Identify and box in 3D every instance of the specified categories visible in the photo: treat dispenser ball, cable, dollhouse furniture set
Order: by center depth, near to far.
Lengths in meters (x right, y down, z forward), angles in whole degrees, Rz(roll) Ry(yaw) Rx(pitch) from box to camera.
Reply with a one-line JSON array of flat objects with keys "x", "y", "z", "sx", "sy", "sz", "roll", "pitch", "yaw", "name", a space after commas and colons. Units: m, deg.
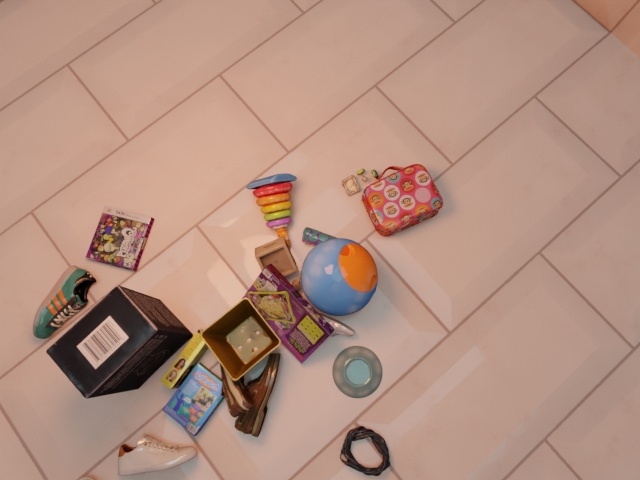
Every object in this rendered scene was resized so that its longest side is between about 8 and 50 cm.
[{"x": 0.171, "y": 0.771, "z": 1.654, "sx": 0.184, "sy": 0.047, "sz": 0.151, "roll": 22, "pitch": 73, "yaw": 8, "name": "cable"}, {"x": 0.069, "y": 0.135, "z": 1.679, "sx": 0.287, "sy": 0.288, "sz": 0.289, "roll": 0, "pitch": 76, "yaw": 1, "name": "treat dispenser ball"}, {"x": 0.169, "y": -0.251, "z": 1.907, "sx": 0.151, "sy": 0.058, "sz": 0.076, "roll": -28, "pitch": 85, "yaw": 14, "name": "dollhouse furniture set"}]

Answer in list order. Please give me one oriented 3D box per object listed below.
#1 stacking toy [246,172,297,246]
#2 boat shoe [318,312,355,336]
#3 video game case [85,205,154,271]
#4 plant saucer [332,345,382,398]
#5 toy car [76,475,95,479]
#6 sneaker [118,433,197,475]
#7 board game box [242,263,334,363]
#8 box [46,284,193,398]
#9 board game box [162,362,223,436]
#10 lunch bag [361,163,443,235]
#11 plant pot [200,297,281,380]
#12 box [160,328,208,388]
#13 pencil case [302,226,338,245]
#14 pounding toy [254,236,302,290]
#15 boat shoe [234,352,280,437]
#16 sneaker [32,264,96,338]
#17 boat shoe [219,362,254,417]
[{"x": -0.172, "y": -0.108, "z": 1.827, "sx": 0.165, "sy": 0.175, "sz": 0.302, "roll": -10, "pitch": 95, "yaw": 34, "name": "stacking toy"}, {"x": 0.042, "y": 0.337, "z": 1.748, "sx": 0.184, "sy": 0.066, "sz": 0.063, "roll": 22, "pitch": 92, "yaw": 4, "name": "boat shoe"}, {"x": -0.819, "y": -0.009, "z": 1.853, "sx": 0.210, "sy": 0.042, "sz": 0.232, "roll": 14, "pitch": 77, "yaw": 5, "name": "video game case"}, {"x": 0.141, "y": 0.500, "z": 1.719, "sx": 0.194, "sy": 0.037, "sz": 0.195, "roll": 0, "pitch": 77, "yaw": 0, "name": "plant saucer"}, {"x": -0.841, "y": 0.943, "z": 1.585, "sx": 0.182, "sy": 0.159, "sz": 0.136, "roll": -42, "pitch": 114, "yaw": -9, "name": "toy car"}, {"x": -0.593, "y": 0.759, "z": 1.630, "sx": 0.289, "sy": 0.106, "sz": 0.123, "roll": -10, "pitch": 79, "yaw": 0, "name": "sneaker"}, {"x": -0.129, "y": 0.277, "z": 1.710, "sx": 0.347, "sy": 0.056, "sz": 0.208, "roll": 45, "pitch": 119, "yaw": 10, "name": "board game box"}, {"x": -0.672, "y": 0.354, "z": 1.581, "sx": 0.212, "sy": 0.395, "sz": 0.293, "roll": 43, "pitch": 80, "yaw": 11, "name": "box"}, {"x": -0.461, "y": 0.593, "z": 1.699, "sx": 0.160, "sy": 0.047, "sz": 0.210, "roll": 36, "pitch": 80, "yaw": 8, "name": "board game box"}, {"x": 0.321, "y": -0.180, "z": 1.837, "sx": 0.292, "sy": 0.120, "sz": 0.258, "roll": -23, "pitch": 77, "yaw": -4, "name": "lunch bag"}, {"x": -0.280, "y": 0.365, "z": 1.680, "sx": 0.212, "sy": 0.187, "sz": 0.212, "roll": -39, "pitch": 79, "yaw": -8, "name": "plant pot"}, {"x": -0.500, "y": 0.449, "z": 1.716, "sx": 0.058, "sy": 0.087, "sz": 0.232, "roll": 33, "pitch": 80, "yaw": 11, "name": "box"}, {"x": 0.000, "y": 0.000, "z": 1.827, "sx": 0.151, "sy": 0.065, "sz": 0.070, "roll": 18, "pitch": 61, "yaw": 6, "name": "pencil case"}, {"x": -0.136, "y": 0.095, "z": 1.789, "sx": 0.180, "sy": 0.094, "sz": 0.206, "roll": -23, "pitch": 113, "yaw": 0, "name": "pounding toy"}, {"x": -0.233, "y": 0.559, "z": 1.672, "sx": 0.104, "sy": 0.111, "sz": 0.308, "roll": 16, "pitch": 76, "yaw": 5, "name": "boat shoe"}, {"x": -0.991, "y": 0.251, "z": 1.759, "sx": 0.120, "sy": 0.108, "sz": 0.302, "roll": 22, "pitch": 76, "yaw": 10, "name": "sneaker"}, {"x": -0.331, "y": 0.526, "z": 1.642, "sx": 0.095, "sy": 0.095, "sz": 0.257, "roll": -43, "pitch": 38, "yaw": 2, "name": "boat shoe"}]
